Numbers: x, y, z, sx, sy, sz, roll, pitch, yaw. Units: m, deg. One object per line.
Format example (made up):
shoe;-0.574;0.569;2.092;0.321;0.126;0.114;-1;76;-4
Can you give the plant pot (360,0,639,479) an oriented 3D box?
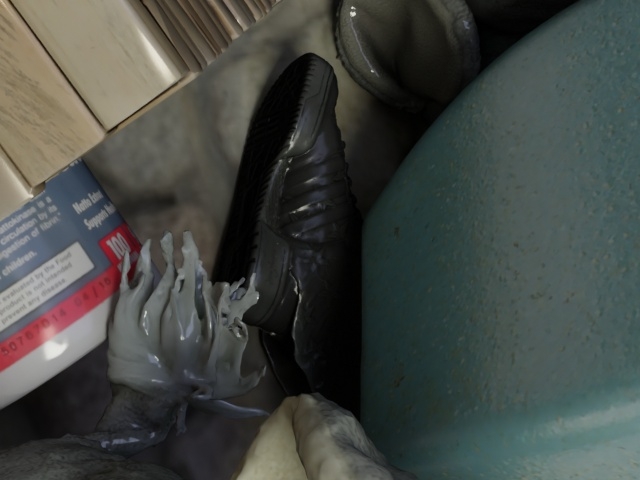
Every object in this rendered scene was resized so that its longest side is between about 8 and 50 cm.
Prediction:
plant pot;0.157;0.044;0.688;0.248;0.252;0.247;48;31;-40

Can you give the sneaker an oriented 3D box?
sneaker;0.001;-0.001;0.772;0.089;0.051;0.170;25;68;-26

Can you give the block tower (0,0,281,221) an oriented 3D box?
block tower;-0.086;-0.093;0.605;0.097;0.091;0.335;55;13;-7

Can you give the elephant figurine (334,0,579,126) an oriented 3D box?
elephant figurine;0.094;-0.109;0.818;0.169;0.239;0.186;15;41;-13

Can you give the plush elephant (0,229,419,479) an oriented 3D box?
plush elephant;-0.017;0.169;0.509;0.272;0.255;0.330;36;71;-48

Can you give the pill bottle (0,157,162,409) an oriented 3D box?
pill bottle;-0.155;-0.026;0.637;0.108;0.108;0.180;-39;99;-35
